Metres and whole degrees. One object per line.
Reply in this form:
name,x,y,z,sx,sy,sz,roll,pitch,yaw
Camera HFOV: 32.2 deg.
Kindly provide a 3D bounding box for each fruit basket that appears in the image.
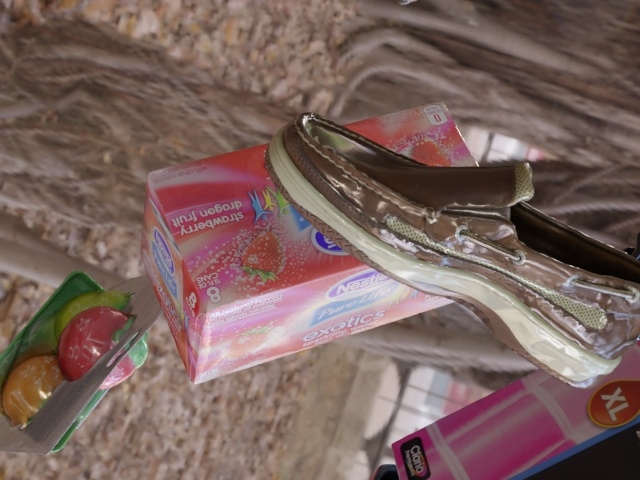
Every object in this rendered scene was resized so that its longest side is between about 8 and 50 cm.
fruit basket,-0.326,0.173,1.546,0.353,0.165,0.327,-8,-140,53

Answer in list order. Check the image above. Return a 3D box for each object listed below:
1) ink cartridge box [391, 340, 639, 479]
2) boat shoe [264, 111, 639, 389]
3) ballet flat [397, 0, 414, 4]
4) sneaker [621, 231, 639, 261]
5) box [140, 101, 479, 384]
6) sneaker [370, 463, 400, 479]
ink cartridge box,0.239,0.154,0.831,0.069,0.371,0.176,54,14,-37
boat shoe,0.093,-0.015,0.673,0.095,0.257,0.095,-53,-166,26
ballet flat,0.235,-0.465,1.223,0.164,0.182,0.483,-94,-158,-64
sneaker,0.444,0.071,1.605,0.081,0.090,0.232,-17,156,-31
box,0.000,0.000,1.020,0.142,0.300,0.154,109,-39,-56
sneaker,0.164,0.425,1.509,0.131,0.350,0.148,8,105,-40
